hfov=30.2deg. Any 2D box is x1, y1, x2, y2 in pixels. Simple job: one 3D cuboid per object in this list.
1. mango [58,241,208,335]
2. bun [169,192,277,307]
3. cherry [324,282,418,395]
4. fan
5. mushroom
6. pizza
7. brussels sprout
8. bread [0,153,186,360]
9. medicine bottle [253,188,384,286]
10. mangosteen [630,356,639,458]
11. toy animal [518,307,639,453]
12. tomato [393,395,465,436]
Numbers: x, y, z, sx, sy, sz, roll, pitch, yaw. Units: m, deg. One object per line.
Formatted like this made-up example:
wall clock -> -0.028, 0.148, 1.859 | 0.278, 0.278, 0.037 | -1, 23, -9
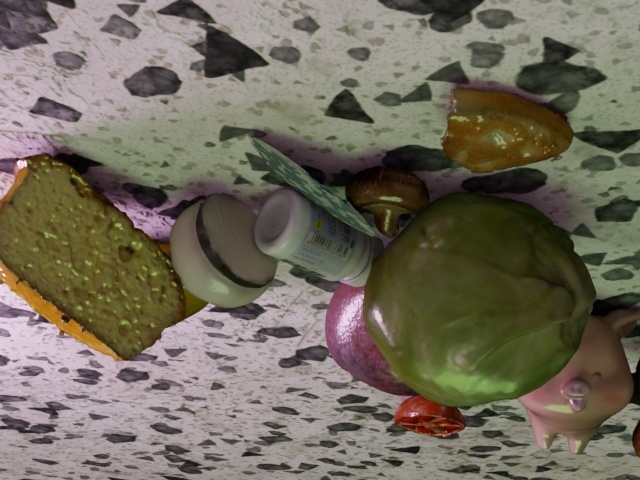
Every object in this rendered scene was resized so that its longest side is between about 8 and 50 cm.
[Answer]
mango -> -0.302, 0.084, 1.953 | 0.332, 0.142, 0.195 | -10, 156, 21
bun -> -0.153, 0.025, 1.757 | 0.173, 0.172, 0.120 | 25, 133, -37
cherry -> 0.125, 0.126, 1.916 | 0.239, 0.239, 0.206 | -20, 177, 41
fan -> -0.013, -0.074, 1.642 | 0.240, 0.009, 0.131 | 38, 167, -24
mushroom -> 0.093, -0.063, 1.645 | 0.126, 0.085, 0.109 | 0, 140, 44
pizza -> 0.226, -0.133, 1.512 | 0.182, 0.062, 0.161 | 5, 149, -14
brussels sprout -> 0.218, 0.079, 1.703 | 0.328, 0.327, 0.247 | 7, 179, -6
bread -> -0.368, 0.031, 1.743 | 0.179, 0.194, 0.340 | 0, 141, 51
medicine bottle -> 0.000, 0.000, 1.768 | 0.187, 0.102, 0.103 | 24, 148, -36
mangosteen -> 0.731, 0.300, 2.066 | 0.435, 0.382, 0.382 | 33, 167, 26
toy animal -> 0.448, 0.242, 2.108 | 0.237, 0.269, 0.326 | 0, -173, 9
tomato -> 0.241, 0.371, 2.568 | 0.156, 0.069, 0.155 | 6, 156, 3
